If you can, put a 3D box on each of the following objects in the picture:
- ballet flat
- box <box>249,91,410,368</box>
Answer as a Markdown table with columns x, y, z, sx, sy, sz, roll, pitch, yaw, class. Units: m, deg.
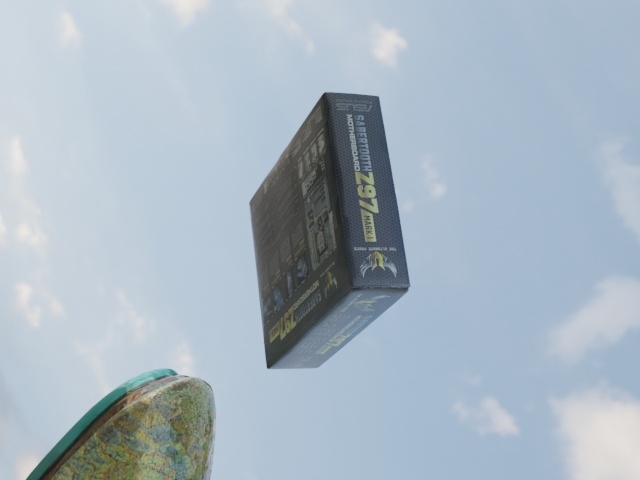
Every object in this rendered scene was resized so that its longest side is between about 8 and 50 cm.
| x | y | z | sx | sy | sz | roll | pitch | yaw | class |
| --- | --- | --- | --- | --- | --- | --- | --- | --- | --- |
| -0.139 | 0.211 | 0.572 | 0.348 | 0.123 | 0.123 | -49 | -116 | 26 | ballet flat |
| 0.000 | 0.000 | 0.990 | 0.233 | 0.059 | 0.183 | 130 | -42 | -59 | box |
